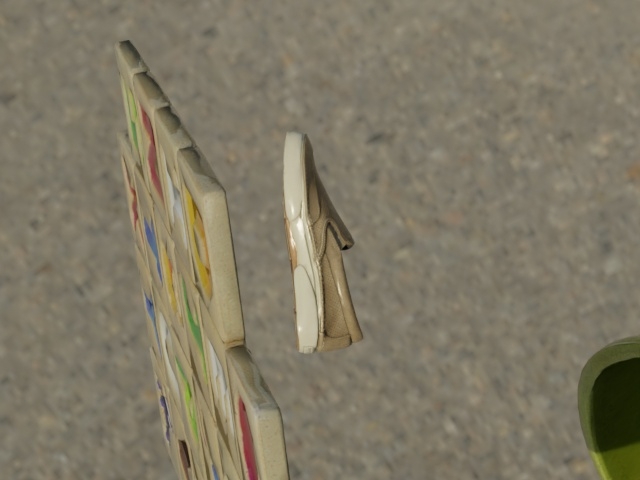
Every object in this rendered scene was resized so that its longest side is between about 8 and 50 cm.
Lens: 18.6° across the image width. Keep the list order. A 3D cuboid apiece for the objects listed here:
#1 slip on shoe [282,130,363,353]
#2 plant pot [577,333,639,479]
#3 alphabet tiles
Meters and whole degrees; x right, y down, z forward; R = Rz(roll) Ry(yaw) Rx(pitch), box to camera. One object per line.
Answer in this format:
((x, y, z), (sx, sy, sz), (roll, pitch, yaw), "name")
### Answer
((0.000, 0.000, 1.187), (0.041, 0.051, 0.135), (-5, 81, -2), "slip on shoe")
((0.395, 0.089, 1.080), (0.353, 0.366, 0.366), (-40, 38, -17), "plant pot")
((-0.047, 0.079, 0.816), (0.011, 0.285, 0.342), (-10, 21, -11), "alphabet tiles")
